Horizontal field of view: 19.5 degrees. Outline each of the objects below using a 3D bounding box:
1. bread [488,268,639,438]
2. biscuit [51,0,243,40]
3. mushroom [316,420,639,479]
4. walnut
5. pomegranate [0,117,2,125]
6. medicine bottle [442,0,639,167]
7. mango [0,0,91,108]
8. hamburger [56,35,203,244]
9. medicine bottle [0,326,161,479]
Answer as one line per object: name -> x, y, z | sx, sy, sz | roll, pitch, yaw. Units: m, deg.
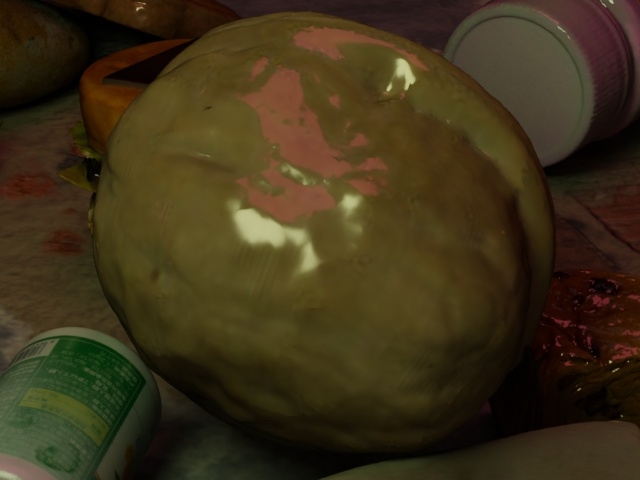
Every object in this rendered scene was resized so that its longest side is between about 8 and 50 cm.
bread -> 0.223, 0.118, 1.583 | 0.149, 0.158, 0.143 | -1, 34, -16
biscuit -> -0.292, -0.306, 2.225 | 0.455, 0.078, 0.350 | 19, 1, 10
mushroom -> 0.093, 0.225, 1.376 | 0.407, 0.137, 0.154 | -9, 43, -22
walnut -> 0.000, 0.000, 1.452 | 0.381, 0.381, 0.381 | 5, 28, -3
pomegranate -> -0.433, -0.116, 1.836 | 0.236, 0.236, 0.302 | 21, 20, 25
medicine bottle -> 0.317, -0.236, 2.184 | 0.219, 0.219, 0.388 | 21, 30, 26
mango -> -0.380, -0.222, 2.113 | 0.193, 0.146, 0.316 | 26, 18, 33
hamburger -> -0.097, -0.065, 1.781 | 0.291, 0.225, 0.291 | 1, 23, 0
medicine bottle -> -0.218, 0.184, 1.392 | 0.133, 0.133, 0.274 | 11, 28, 9
